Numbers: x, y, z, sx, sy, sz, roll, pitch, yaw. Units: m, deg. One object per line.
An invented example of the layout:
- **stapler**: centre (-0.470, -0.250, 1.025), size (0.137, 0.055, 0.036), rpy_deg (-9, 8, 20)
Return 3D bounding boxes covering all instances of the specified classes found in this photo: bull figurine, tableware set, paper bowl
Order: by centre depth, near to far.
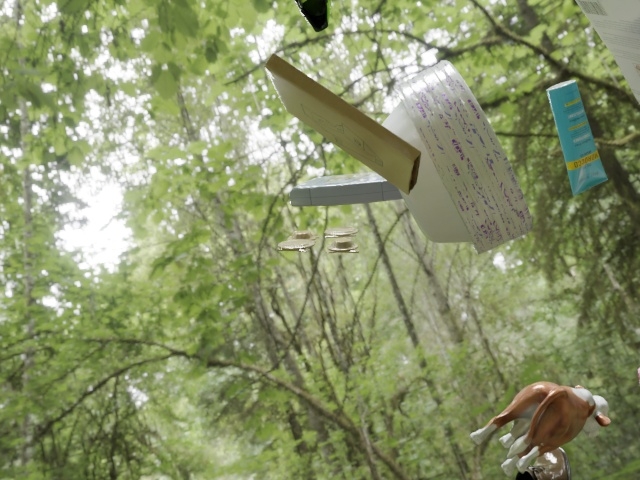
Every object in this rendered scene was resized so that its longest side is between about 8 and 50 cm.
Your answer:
- **paper bowl**: centre (0.187, -0.111, 0.964), size (0.148, 0.284, 0.284), rpy_deg (-26, -22, 12)
- **bull figurine**: centre (0.382, 0.309, 1.089), size (0.188, 0.101, 0.310), rpy_deg (-45, -38, 11)
- **tableware set**: centre (0.000, 0.000, 1.168), size (0.141, 0.020, 0.168), rpy_deg (-2, 13, 5)

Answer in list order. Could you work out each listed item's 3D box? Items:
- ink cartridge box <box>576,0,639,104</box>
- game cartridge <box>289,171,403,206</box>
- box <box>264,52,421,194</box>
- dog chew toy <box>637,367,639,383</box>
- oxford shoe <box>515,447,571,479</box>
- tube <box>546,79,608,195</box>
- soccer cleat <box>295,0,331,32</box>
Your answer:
- **ink cartridge box**: centre (0.518, -0.283, 0.957), size (0.066, 0.261, 0.296), rpy_deg (-38, 20, 12)
- **game cartridge**: centre (0.085, -0.128, 1.574), size (0.297, 0.062, 0.198), rpy_deg (-3, 8, 17)
- **box**: centre (0.030, -0.134, 0.770), size (0.021, 0.201, 0.164), rpy_deg (-53, -10, -2)
- **dog chew toy**: centre (0.792, 0.251, 1.231), size (0.332, 0.206, 0.206), rpy_deg (-9, -16, 20)
- **oxford shoe**: centre (0.446, 0.484, 1.301), size (0.083, 0.096, 0.227), rpy_deg (-21, 14, 39)
- **tube**: centre (0.479, -0.194, 1.207), size (0.080, 0.207, 0.052), rpy_deg (-23, 14, -5)
- **soccer cleat**: centre (-0.027, -0.361, 0.862), size (0.060, 0.072, 0.179), rpy_deg (-19, -37, 16)
